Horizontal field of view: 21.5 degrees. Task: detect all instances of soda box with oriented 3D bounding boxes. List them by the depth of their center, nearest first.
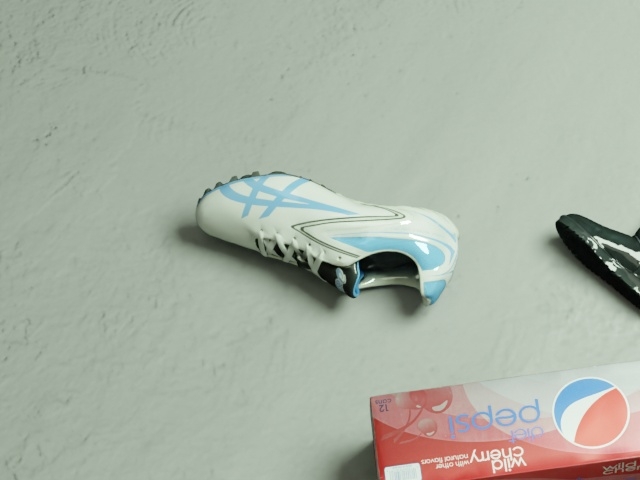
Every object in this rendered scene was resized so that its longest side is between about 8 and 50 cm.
[{"bbox_3d":[0.174,0.160,1.343,0.263,0.092,0.083,-8,61,4],"label":"soda box"}]

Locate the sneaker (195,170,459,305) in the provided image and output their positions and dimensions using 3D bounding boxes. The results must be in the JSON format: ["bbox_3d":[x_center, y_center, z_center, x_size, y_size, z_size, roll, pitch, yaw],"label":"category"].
[{"bbox_3d":[0.000,0.000,1.454,0.237,0.085,0.086,10,59,14],"label":"sneaker"}]

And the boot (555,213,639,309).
[{"bbox_3d":[0.276,-0.006,1.445,0.121,0.045,0.099,42,77,17],"label":"boot"}]
